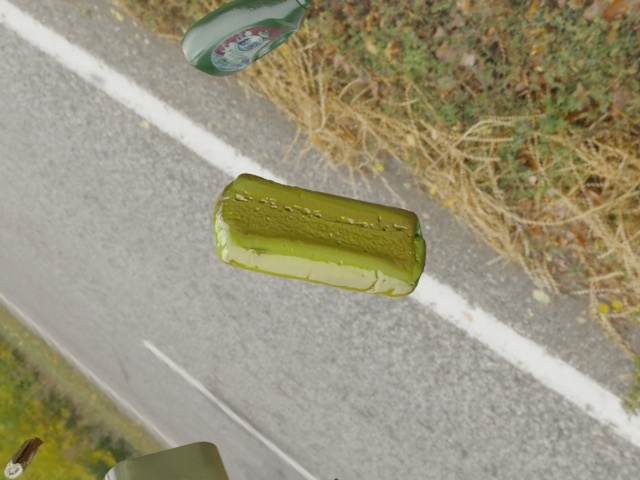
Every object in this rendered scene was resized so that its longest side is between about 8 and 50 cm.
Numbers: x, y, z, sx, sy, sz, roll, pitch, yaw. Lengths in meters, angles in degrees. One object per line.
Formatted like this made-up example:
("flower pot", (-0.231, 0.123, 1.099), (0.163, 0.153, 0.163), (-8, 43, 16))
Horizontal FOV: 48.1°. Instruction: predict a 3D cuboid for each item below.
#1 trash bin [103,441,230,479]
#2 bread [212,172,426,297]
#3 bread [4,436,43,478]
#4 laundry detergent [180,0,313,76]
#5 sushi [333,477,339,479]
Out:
("trash bin", (-0.264, 0.509, 1.306), (0.247, 0.243, 0.121), (-124, 31, -47))
("bread", (0.000, 0.000, 1.237), (0.383, 0.166, 0.112), (11, 157, -17))
("bread", (-0.585, 0.426, 1.408), (0.036, 0.083, 0.047), (44, 110, -11))
("laundry detergent", (-0.087, -0.310, 1.028), (0.211, 0.137, 0.063), (-25, 75, 25))
("sushi", (0.097, 0.649, 1.514), (0.273, 0.134, 0.109), (37, 115, -1))
